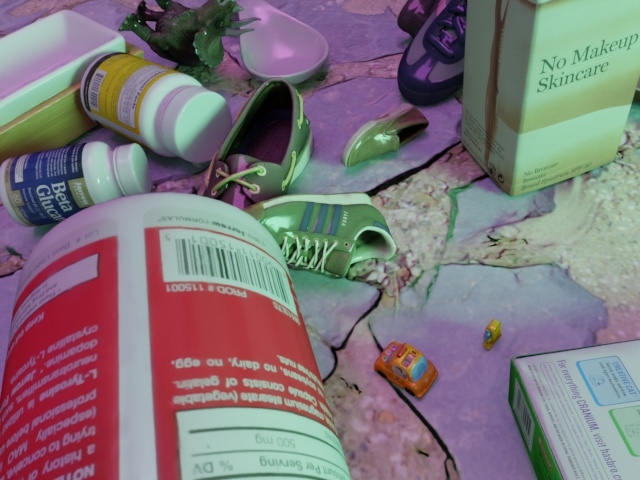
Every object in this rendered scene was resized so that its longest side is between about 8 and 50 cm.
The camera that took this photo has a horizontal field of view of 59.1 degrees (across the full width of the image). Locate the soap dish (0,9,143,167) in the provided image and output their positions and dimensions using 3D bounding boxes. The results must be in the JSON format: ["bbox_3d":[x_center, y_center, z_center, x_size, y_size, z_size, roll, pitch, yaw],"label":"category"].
[{"bbox_3d":[-0.448,-0.238,0.895,0.229,0.118,0.291,32,62,33],"label":"soap dish"}]

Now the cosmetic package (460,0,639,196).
[{"bbox_3d":[0.248,-0.210,0.602,0.153,0.296,0.129,-20,46,-6],"label":"cosmetic package"}]

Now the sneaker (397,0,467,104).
[{"bbox_3d":[0.215,-0.331,0.766,0.112,0.131,0.319,42,93,17],"label":"sneaker"}]

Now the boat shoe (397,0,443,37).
[{"bbox_3d":[0.235,-0.449,0.947,0.096,0.112,0.335,21,59,22],"label":"boat shoe"}]

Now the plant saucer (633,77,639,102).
[{"bbox_3d":[0.506,-0.259,0.761,0.311,0.050,0.310,-6,47,7],"label":"plant saucer"}]

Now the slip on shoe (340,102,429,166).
[{"bbox_3d":[0.085,-0.133,0.739,0.135,0.051,0.041,-34,62,-26],"label":"slip on shoe"}]

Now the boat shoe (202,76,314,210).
[{"bbox_3d":[-0.086,-0.071,0.682,0.117,0.096,0.324,6,50,16],"label":"boat shoe"}]

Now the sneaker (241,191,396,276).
[{"bbox_3d":[0.000,0.000,0.591,0.192,0.064,0.086,-11,53,-36],"label":"sneaker"}]

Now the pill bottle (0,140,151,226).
[{"bbox_3d":[-0.315,-0.077,0.738,0.169,0.094,0.094,-11,47,3],"label":"pill bottle"}]

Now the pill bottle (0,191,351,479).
[{"bbox_3d":[-0.093,0.175,0.374,0.229,0.229,0.407,-17,47,-3],"label":"pill bottle"}]

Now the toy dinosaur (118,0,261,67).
[{"bbox_3d":[-0.233,-0.334,0.929,0.121,0.160,0.313,-60,24,-8],"label":"toy dinosaur"}]

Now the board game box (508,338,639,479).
[{"bbox_3d":[0.322,0.167,0.381,0.317,0.064,0.242,-9,39,4],"label":"board game box"}]

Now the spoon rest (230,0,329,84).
[{"bbox_3d":[-0.090,-0.337,0.933,0.137,0.084,0.276,-29,48,-14],"label":"spoon rest"}]

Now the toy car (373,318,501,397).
[{"bbox_3d":[0.109,0.094,0.531,0.122,0.040,0.060,-31,50,-15],"label":"toy car"}]

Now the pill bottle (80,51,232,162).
[{"bbox_3d":[-0.233,-0.188,0.805,0.208,0.119,0.119,27,59,30],"label":"pill bottle"}]
